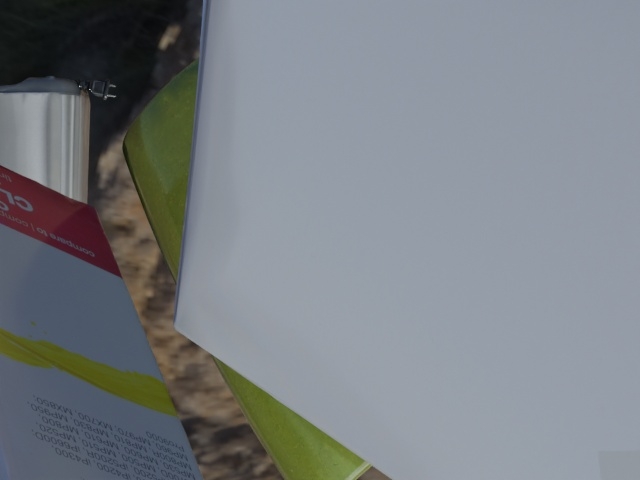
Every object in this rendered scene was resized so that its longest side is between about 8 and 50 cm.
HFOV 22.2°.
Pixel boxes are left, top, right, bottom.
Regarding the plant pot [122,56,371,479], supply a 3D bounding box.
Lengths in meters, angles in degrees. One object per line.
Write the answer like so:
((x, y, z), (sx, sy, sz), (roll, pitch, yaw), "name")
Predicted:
((0.000, 0.000, 1.187), (0.275, 0.275, 0.293), (-43, 82, 9), "plant pot")

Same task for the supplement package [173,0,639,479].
((0.120, -0.008, 0.463), (0.293, 0.177, 0.175), (30, 125, 36), "supplement package")

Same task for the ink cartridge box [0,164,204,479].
((-0.232, 0.157, 1.003), (0.279, 0.160, 0.384), (-50, 38, 15), "ink cartridge box")

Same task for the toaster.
((-0.307, -0.079, 1.566), (0.227, 0.129, 0.146), (-1, 90, -1), "toaster")
